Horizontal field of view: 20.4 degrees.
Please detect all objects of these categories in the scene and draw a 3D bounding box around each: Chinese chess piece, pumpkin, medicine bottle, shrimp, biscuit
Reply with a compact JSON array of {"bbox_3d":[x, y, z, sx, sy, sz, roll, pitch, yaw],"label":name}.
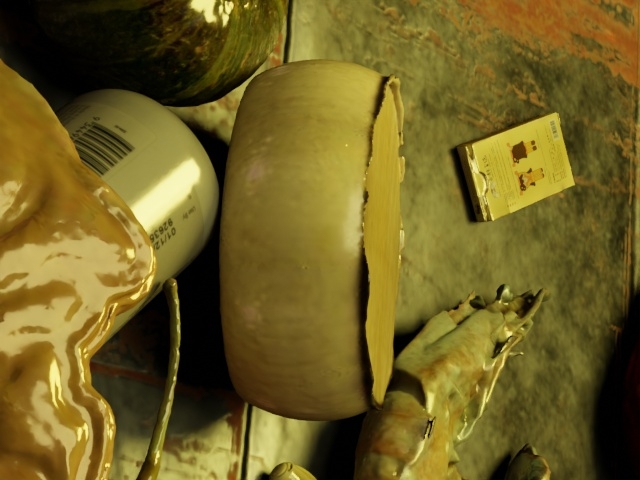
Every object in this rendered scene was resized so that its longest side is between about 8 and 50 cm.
[{"bbox_3d":[0.000,0.000,1.262,0.257,0.104,0.257,3,90,-82],"label":"Chinese chess piece"},{"bbox_3d":[-0.114,-0.199,1.225,0.223,0.157,0.224,-10,101,-62],"label":"pumpkin"},{"bbox_3d":[-0.173,0.007,1.130,0.215,0.135,0.135,-44,114,-40],"label":"medicine bottle"},{"bbox_3d":[0.127,0.172,1.464,0.247,0.085,0.360,59,41,-29],"label":"shrimp"},{"bbox_3d":[-0.247,0.007,1.000,0.269,0.051,0.376,-39,89,-23],"label":"biscuit"}]

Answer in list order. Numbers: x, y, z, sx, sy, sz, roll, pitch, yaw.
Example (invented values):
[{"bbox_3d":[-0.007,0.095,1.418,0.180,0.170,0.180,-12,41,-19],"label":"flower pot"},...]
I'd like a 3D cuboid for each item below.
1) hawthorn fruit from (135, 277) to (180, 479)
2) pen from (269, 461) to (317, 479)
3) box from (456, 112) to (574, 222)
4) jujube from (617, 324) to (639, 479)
[{"bbox_3d":[-0.123,0.171,1.117,0.165,0.165,0.285,37,69,-37],"label":"hawthorn fruit"},{"bbox_3d":[0.029,0.253,1.382,0.233,0.032,0.040,55,24,-27],"label":"pen"},{"bbox_3d":[0.178,-0.067,1.616,0.149,0.020,0.073,-21,99,-48],"label":"box"},{"bbox_3d":[0.361,0.142,1.688,0.168,0.168,0.236,32,45,-39],"label":"jujube"}]
